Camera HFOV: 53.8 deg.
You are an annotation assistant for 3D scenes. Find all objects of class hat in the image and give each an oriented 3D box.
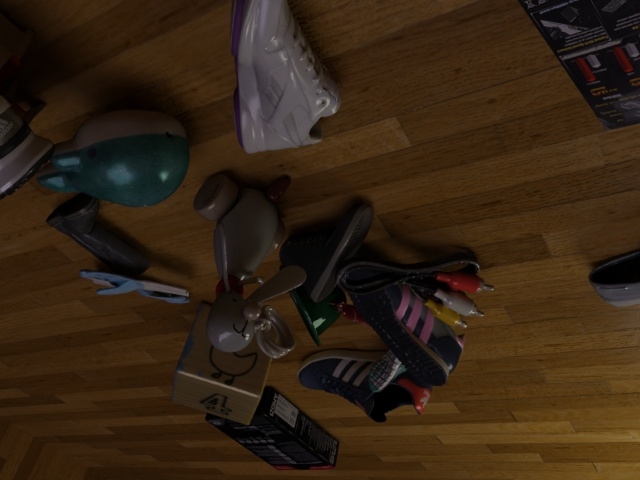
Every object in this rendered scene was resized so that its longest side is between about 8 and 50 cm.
[{"bbox_3d":[0.040,0.102,1.270,0.183,0.173,0.209,-26,128,-6],"label":"hat"}]

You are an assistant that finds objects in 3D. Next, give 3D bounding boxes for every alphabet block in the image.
[{"bbox_3d":[-0.222,0.291,1.477,0.197,0.193,0.193,17,144,-4],"label":"alphabet block"}]

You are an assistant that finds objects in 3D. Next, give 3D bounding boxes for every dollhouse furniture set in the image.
[{"bbox_3d":[-0.560,-0.251,0.956,0.259,0.135,0.262,-20,130,37],"label":"dollhouse furniture set"}]

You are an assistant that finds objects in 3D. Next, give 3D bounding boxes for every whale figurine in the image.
[{"bbox_3d":[-0.330,-0.109,1.007,0.271,0.141,0.216,-16,176,31],"label":"whale figurine"}]

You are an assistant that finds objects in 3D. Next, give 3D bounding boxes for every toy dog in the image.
[{"bbox_3d":[-0.103,0.013,1.029,0.161,0.334,0.220,-36,147,26],"label":"toy dog"}]

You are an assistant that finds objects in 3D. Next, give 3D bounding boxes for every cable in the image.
[{"bbox_3d":[0.173,0.071,1.099,0.287,0.072,0.140,14,119,-24],"label":"cable"}]

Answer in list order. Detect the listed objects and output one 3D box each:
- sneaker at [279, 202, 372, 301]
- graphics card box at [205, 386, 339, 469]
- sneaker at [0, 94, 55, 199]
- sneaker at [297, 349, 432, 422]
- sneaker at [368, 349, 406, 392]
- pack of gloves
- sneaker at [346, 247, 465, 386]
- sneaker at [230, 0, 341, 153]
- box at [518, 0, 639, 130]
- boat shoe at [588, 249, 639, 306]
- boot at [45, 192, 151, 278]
[{"bbox_3d":[0.000,0.000,1.127,0.118,0.083,0.222,41,125,17],"label":"sneaker"},{"bbox_3d":[-0.136,0.567,1.871,0.232,0.094,0.371,-15,134,33],"label":"graphics card box"},{"bbox_3d":[-0.609,-0.171,0.909,0.447,0.169,0.258,-8,131,31],"label":"sneaker"},{"bbox_3d":[0.090,0.346,1.471,0.349,0.148,0.131,-10,136,29],"label":"sneaker"},{"bbox_3d":[0.171,0.269,1.372,0.076,0.065,0.167,26,106,-33],"label":"sneaker"},{"bbox_3d":[-0.402,0.116,1.370,0.231,0.046,0.195,13,164,-4],"label":"pack of gloves"},{"bbox_3d":[0.161,0.124,1.219,0.319,0.131,0.112,54,144,-11],"label":"sneaker"},{"bbox_3d":[-0.044,-0.240,0.840,0.152,0.114,0.305,1,146,-4],"label":"sneaker"},{"bbox_3d":[0.392,-0.240,0.627,0.307,0.077,0.242,-9,143,47],"label":"box"},{"bbox_3d":[0.537,0.046,0.999,0.081,0.079,0.227,31,143,-26],"label":"boat shoe"},{"bbox_3d":[-0.430,-0.002,1.274,0.189,0.076,0.208,-9,131,49],"label":"boot"}]
